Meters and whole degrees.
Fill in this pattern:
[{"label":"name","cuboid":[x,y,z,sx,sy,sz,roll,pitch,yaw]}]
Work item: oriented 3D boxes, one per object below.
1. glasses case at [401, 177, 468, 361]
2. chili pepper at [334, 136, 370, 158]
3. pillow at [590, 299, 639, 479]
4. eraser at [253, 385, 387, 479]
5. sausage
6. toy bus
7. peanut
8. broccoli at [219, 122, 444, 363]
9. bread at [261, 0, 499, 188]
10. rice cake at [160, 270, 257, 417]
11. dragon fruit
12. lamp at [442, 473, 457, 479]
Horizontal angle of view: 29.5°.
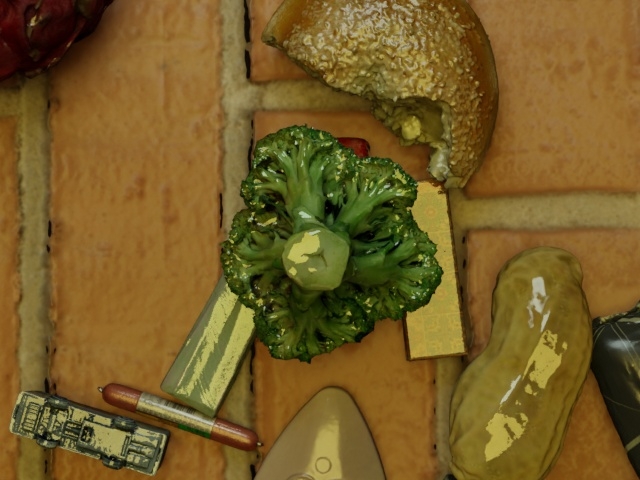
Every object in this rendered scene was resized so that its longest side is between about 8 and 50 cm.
[{"label":"glasses case","cuboid":[0.129,0.035,1.490,0.075,0.049,0.218,-7,86,0]},{"label":"chili pepper","cuboid":[0.003,-0.089,1.501,0.123,0.070,0.073,-7,103,3]},{"label":"pillow","cuboid":[0.433,0.222,1.413,0.162,0.092,0.335,-26,73,7]},{"label":"eraser","cuboid":[-0.001,0.299,1.482,0.204,0.059,0.243,7,92,6]},{"label":"sausage","cuboid":[-0.176,0.220,1.520,0.223,0.029,0.029,18,89,7]},{"label":"toy bus","cuboid":[-0.282,0.235,1.507,0.191,0.075,0.064,16,90,5]},{"label":"peanut","cuboid":[0.236,0.152,1.420,0.147,0.147,0.305,22,82,7]},{"label":"broccoli","cuboid":[0.000,0.000,1.371,0.254,0.269,0.269,-34,84,4]},{"label":"bread","cuboid":[0.100,-0.223,1.447,0.314,0.171,0.192,39,95,6]},{"label":"rice cake","cuboid":[-0.115,0.105,1.515,0.080,0.042,0.221,27,90,10]},{"label":"dragon fruit","cuboid":[-0.401,-0.335,1.434,0.329,0.329,0.329,0,87,6]},{"label":"lamp","cuboid":[0.141,0.389,1.435,0.121,0.121,0.214,26,95,7]}]
